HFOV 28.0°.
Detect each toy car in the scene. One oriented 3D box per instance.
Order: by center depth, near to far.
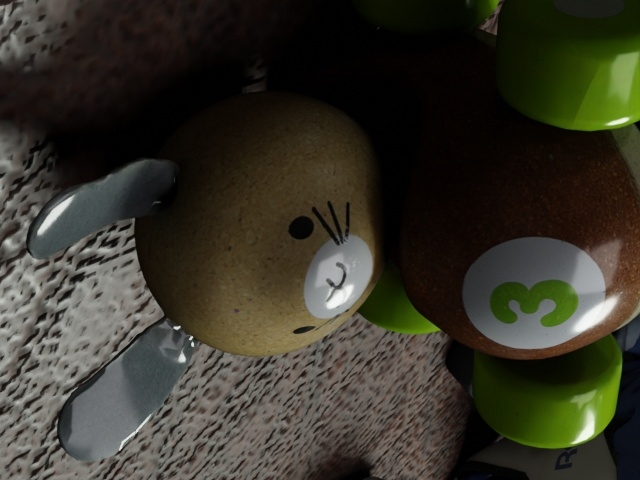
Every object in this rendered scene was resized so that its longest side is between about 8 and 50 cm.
[{"bbox_3d":[0.000,0.000,0.409,0.188,0.149,0.155,-22,130,-27],"label":"toy car"}]

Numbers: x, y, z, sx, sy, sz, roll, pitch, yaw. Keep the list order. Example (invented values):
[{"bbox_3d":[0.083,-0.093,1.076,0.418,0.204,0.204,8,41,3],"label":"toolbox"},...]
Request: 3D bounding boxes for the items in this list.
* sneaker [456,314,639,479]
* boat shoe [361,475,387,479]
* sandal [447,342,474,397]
[{"bbox_3d":[0.190,0.147,0.918,0.182,0.127,0.315,-32,177,17],"label":"sneaker"},{"bbox_3d":[0.018,0.296,0.807,0.121,0.119,0.335,-30,147,-38],"label":"boat shoe"},{"bbox_3d":[0.169,-0.010,0.758,0.254,0.054,0.097,-40,152,0],"label":"sandal"}]
